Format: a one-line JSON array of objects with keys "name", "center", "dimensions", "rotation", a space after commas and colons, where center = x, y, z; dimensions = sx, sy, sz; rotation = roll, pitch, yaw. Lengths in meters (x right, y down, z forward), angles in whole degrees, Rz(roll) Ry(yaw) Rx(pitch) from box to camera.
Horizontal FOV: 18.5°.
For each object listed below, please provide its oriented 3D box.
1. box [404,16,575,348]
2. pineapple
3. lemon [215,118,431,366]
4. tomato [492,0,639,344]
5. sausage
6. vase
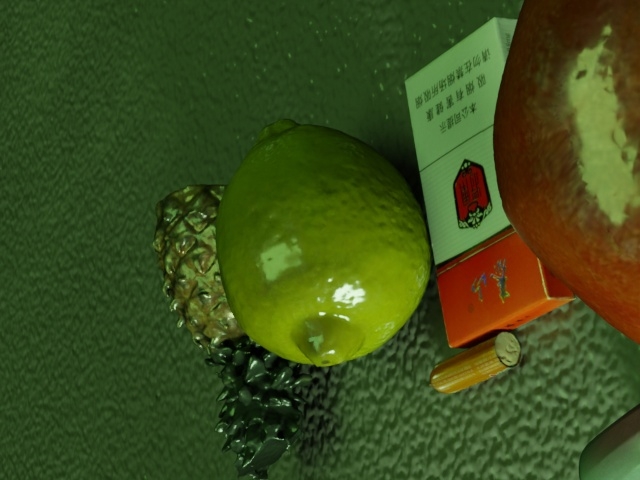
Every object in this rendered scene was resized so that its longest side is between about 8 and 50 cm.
[{"name": "box", "center": [0.135, -0.046, 1.610], "dimensions": [0.139, 0.035, 0.245], "rotation": [-30, 61, 52]}, {"name": "pineapple", "center": [-0.071, 0.085, 1.812], "dimensions": [0.158, 0.158, 0.278], "rotation": [-27, 68, 53]}, {"name": "lemon", "center": [0.000, 0.000, 1.681], "dimensions": [0.184, 0.184, 0.248], "rotation": [-48, 44, 43]}, {"name": "tomato", "center": [0.274, -0.072, 1.166], "dimensions": [0.273, 0.341, 0.341], "rotation": [114, 156, -84]}, {"name": "sausage", "center": [0.124, 0.105, 1.616], "dimensions": [0.107, 0.031, 0.031], "rotation": [-33, 60, 51]}, {"name": "vase", "center": [0.273, 0.118, 1.346], "dimensions": [0.214, 0.086, 0.086], "rotation": [-49, 48, 37]}]
